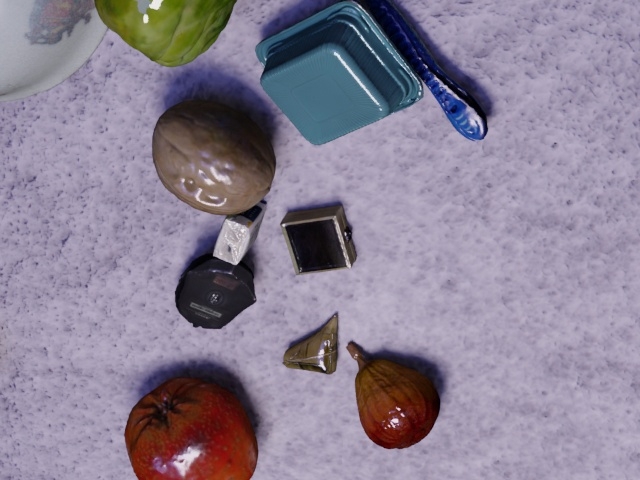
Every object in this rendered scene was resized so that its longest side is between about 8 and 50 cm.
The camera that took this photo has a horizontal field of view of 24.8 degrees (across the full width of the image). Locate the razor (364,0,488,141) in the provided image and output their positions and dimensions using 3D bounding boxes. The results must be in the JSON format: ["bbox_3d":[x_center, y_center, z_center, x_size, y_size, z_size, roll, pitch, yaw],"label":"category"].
[{"bbox_3d":[0.089,-0.244,1.714,0.324,0.056,0.093,44,136,-13],"label":"razor"}]

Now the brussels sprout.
[{"bbox_3d":[-0.169,-0.309,1.658,0.161,0.223,0.223,17,120,2],"label":"brussels sprout"}]

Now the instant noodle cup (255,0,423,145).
[{"bbox_3d":[0.014,-0.187,1.724,0.179,0.070,0.157,-21,118,41],"label":"instant noodle cup"}]

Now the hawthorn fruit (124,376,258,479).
[{"bbox_3d":[-0.166,0.289,2.009,0.179,0.179,0.200,-22,130,25],"label":"hawthorn fruit"}]

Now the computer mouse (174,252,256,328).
[{"bbox_3d":[-0.139,0.061,1.935,0.099,0.057,0.172,22,143,-13],"label":"computer mouse"}]

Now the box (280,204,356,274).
[{"bbox_3d":[0.000,0.000,1.876,0.083,0.035,0.079,-8,114,21],"label":"box"}]

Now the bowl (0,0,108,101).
[{"bbox_3d":[-0.475,-0.331,1.749,0.435,0.196,0.434,7,119,13],"label":"bowl"}]

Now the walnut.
[{"bbox_3d":[-0.133,-0.103,1.805,0.162,0.140,0.140,22,121,-5],"label":"walnut"}]

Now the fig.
[{"bbox_3d":[0.082,0.212,1.919,0.153,0.119,0.119,28,121,3],"label":"fig"}]

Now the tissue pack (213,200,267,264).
[{"bbox_3d":[-0.103,-0.015,1.870,0.042,0.083,0.062,24,121,4],"label":"tissue pack"}]

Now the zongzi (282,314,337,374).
[{"bbox_3d":[-0.014,0.135,1.954,0.076,0.040,0.083,6,107,20],"label":"zongzi"}]
